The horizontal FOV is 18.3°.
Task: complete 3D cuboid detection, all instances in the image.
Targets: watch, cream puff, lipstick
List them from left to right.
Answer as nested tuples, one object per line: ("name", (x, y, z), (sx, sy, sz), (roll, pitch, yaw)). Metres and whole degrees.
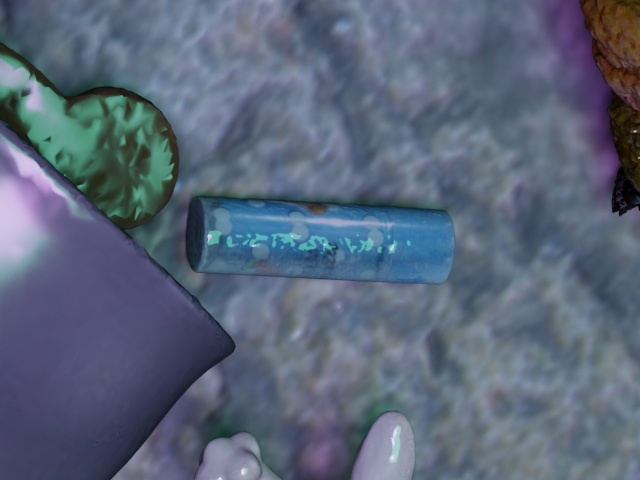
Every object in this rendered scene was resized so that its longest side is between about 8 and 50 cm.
("watch", (-0.222, -0.004, 0.978), (0.335, 0.327, 0.314), (44, 82, -17))
("lipstick", (0.000, 0.000, 1.197), (0.158, 0.048, 0.048), (3, 96, -18))
("cream puff", (0.238, -0.089, 1.220), (0.183, 0.183, 0.169), (-3, 123, -18))

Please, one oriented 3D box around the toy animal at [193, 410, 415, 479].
("toy animal", (0.028, 0.211, 1.193), (0.140, 0.138, 0.282), (-35, 99, -19))
